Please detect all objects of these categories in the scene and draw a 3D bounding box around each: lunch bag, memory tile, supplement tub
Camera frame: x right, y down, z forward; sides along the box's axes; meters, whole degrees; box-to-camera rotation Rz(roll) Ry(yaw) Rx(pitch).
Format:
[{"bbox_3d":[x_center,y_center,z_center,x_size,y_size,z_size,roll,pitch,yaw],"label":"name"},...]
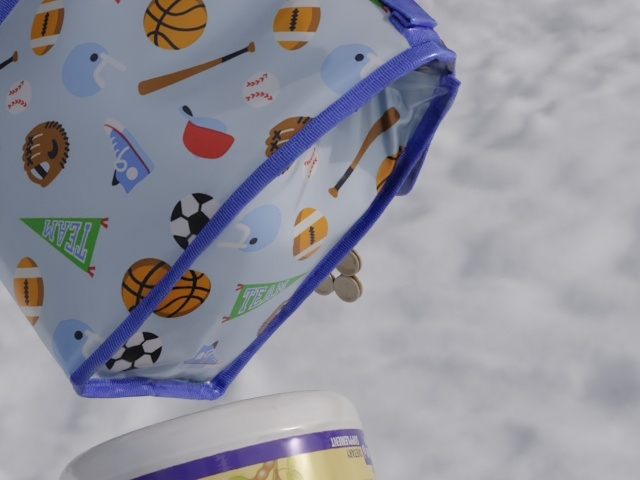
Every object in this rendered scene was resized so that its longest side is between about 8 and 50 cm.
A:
[{"bbox_3d":[-0.103,-0.109,1.330,0.385,0.328,0.239,-51,-27,18],"label":"lunch bag"},{"bbox_3d":[0.000,0.000,1.937,0.113,0.148,0.012,13,30,31],"label":"memory tile"},{"bbox_3d":[-0.047,0.299,1.204,0.241,0.331,0.241,-15,-13,-4],"label":"supplement tub"}]
